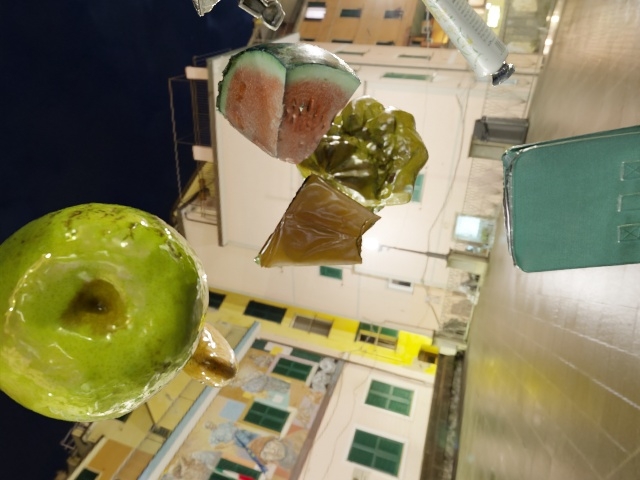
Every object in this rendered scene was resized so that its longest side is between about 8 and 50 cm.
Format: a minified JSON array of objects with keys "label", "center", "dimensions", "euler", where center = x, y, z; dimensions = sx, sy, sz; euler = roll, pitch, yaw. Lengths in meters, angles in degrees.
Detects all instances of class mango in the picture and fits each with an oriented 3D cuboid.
[{"label":"mango","center":[-0.312,0.315,1.142],"dimensions":[0.120,0.177,0.295],"euler":[-51,24,-4]}]

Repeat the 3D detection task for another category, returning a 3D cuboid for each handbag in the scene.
[{"label":"handbag","center":[0.508,-0.075,0.848],"dimensions":[0.100,0.274,0.268],"euler":[-71,-30,-70]}]

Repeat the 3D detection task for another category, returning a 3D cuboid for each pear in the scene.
[{"label":"pear","center":[-0.389,0.122,0.754],"dimensions":[0.391,0.391,0.390],"euler":[11,-90,-74]}]

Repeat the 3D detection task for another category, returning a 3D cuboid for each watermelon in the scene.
[{"label":"watermelon","center":[-0.093,-0.248,0.761],"dimensions":[0.148,0.318,0.226],"euler":[8,-98,-49]}]

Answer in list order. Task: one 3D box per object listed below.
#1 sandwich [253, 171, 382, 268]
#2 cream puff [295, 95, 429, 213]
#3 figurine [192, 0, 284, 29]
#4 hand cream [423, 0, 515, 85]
[{"label":"sandwich","center":[0.000,0.000,0.933],"dimensions":[0.227,0.198,0.155],"euler":[-56,2,3]},{"label":"cream puff","center":[0.095,-0.222,1.133],"dimensions":[0.275,0.378,0.378],"euler":[22,-101,-60]},{"label":"figurine","center":[-0.144,-0.591,0.862],"dimensions":[0.308,0.309,0.143],"euler":[82,166,-49]},{"label":"hand cream","center":[0.153,-0.259,0.487],"dimensions":[0.042,0.194,0.067],"euler":[-34,22,44]}]
